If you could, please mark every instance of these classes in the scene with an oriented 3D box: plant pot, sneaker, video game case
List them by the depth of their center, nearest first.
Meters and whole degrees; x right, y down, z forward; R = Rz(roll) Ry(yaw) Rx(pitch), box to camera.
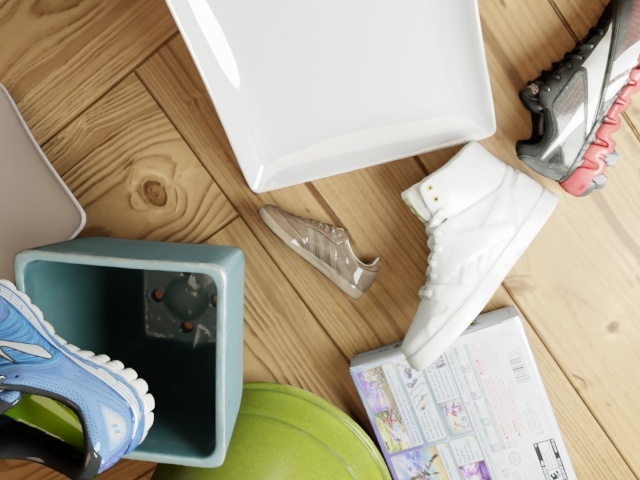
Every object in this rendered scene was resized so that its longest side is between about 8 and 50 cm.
[{"bbox_3d":[-0.341,0.138,0.712,0.330,0.147,0.130,28,105,1],"label":"sneaker"},{"bbox_3d":[0.324,-0.197,0.832,0.135,0.097,0.276,19,106,1],"label":"sneaker"},{"bbox_3d":[-0.115,0.428,0.875,0.366,0.353,0.366,5,107,16],"label":"plant pot"},{"bbox_3d":[0.156,0.011,0.885,0.169,0.108,0.292,37,83,1],"label":"sneaker"},{"bbox_3d":[-0.214,0.112,0.894,0.247,0.252,0.248,4,103,6],"label":"plant pot"},{"bbox_3d":[0.000,0.000,0.948,0.188,0.066,0.071,40,88,-8],"label":"sneaker"},{"bbox_3d":[0.203,0.255,0.970,0.244,0.061,0.269,-20,100,11],"label":"video game case"}]

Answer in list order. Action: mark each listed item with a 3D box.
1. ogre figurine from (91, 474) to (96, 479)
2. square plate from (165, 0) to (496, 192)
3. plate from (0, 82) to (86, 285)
[{"bbox_3d":[-0.408,0.283,1.042,0.197,0.097,0.118,47,116,7],"label":"ogre figurine"},{"bbox_3d":[0.021,-0.235,0.827,0.344,0.049,0.347,-13,131,10],"label":"square plate"},{"bbox_3d":[-0.463,-0.033,0.959,0.277,0.045,0.278,-44,68,14],"label":"plate"}]
